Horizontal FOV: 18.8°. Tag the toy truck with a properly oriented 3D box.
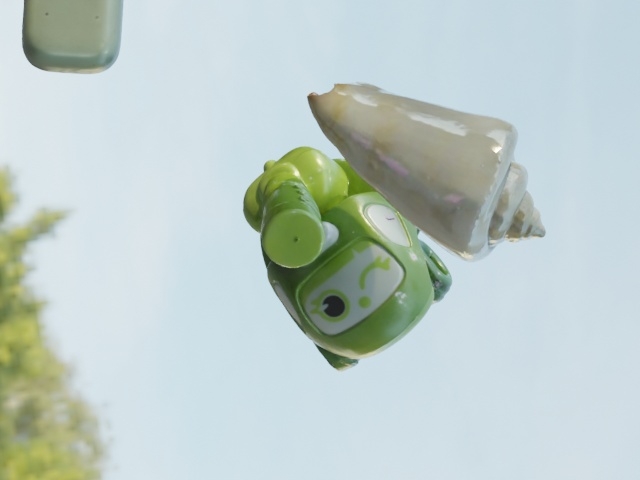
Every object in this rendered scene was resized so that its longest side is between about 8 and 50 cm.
[{"bbox_3d":[0.003,-0.004,1.738,0.148,0.210,0.187,-39,-144,14],"label":"toy truck"}]

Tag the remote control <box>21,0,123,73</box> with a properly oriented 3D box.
[{"bbox_3d":[-0.208,-0.295,1.669,0.038,0.090,0.310,125,-34,-75],"label":"remote control"}]

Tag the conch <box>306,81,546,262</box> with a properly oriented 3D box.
[{"bbox_3d":[0.073,-0.050,1.299,0.094,0.176,0.104,91,24,-53],"label":"conch"}]
